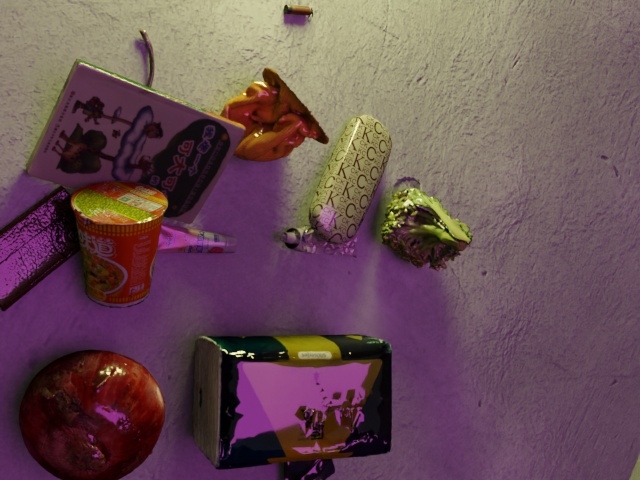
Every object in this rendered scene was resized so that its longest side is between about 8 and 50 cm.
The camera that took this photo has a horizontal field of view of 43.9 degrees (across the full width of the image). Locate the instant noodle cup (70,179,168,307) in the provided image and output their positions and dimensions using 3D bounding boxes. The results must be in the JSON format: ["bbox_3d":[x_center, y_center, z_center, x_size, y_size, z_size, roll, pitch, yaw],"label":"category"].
[{"bbox_3d":[-0.403,0.015,1.586,0.193,0.193,0.212,-12,125,-35],"label":"instant noodle cup"}]

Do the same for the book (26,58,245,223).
[{"bbox_3d":[-0.368,-0.186,1.613,0.371,0.043,0.260,17,118,-34],"label":"book"}]

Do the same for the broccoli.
[{"bbox_3d":[0.270,-0.003,2.074,0.242,0.273,0.180,22,114,-34],"label":"broccoli"}]

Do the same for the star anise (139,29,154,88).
[{"bbox_3d":[-0.401,-0.294,1.681,0.148,0.218,0.227,6,45,-8],"label":"star anise"}]

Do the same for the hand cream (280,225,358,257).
[{"bbox_3d":[-0.003,0.000,1.975,0.257,0.050,0.084,1,94,-44],"label":"hand cream"}]

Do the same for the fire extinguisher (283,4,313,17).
[{"bbox_3d":[-0.050,-0.552,1.914,0.083,0.022,0.028,-6,135,-36],"label":"fire extinguisher"}]

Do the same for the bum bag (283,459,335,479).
[{"bbox_3d":[-0.041,0.477,1.966,0.137,0.074,0.310,-9,93,-23],"label":"bum bag"}]

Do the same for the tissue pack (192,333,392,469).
[{"bbox_3d":[-0.060,0.347,1.787,0.416,0.253,0.264,2,89,-23],"label":"tissue pack"}]

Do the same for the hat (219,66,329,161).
[{"bbox_3d":[-0.144,-0.229,1.776,0.233,0.233,0.244,-39,74,-5],"label":"hat"}]

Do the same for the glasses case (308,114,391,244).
[{"bbox_3d":[0.078,-0.154,1.983,0.137,0.085,0.355,38,64,-29],"label":"glasses case"}]

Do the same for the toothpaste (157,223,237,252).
[{"bbox_3d":[-0.281,0.001,1.779,0.194,0.043,0.067,5,94,-31],"label":"toothpaste"}]

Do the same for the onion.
[{"bbox_3d":[-0.446,0.347,1.556,0.276,0.276,0.276,-3,96,-36],"label":"onion"}]

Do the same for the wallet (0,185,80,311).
[{"bbox_3d":[-0.567,0.014,1.569,0.243,0.039,0.133,-43,115,-27],"label":"wallet"}]
